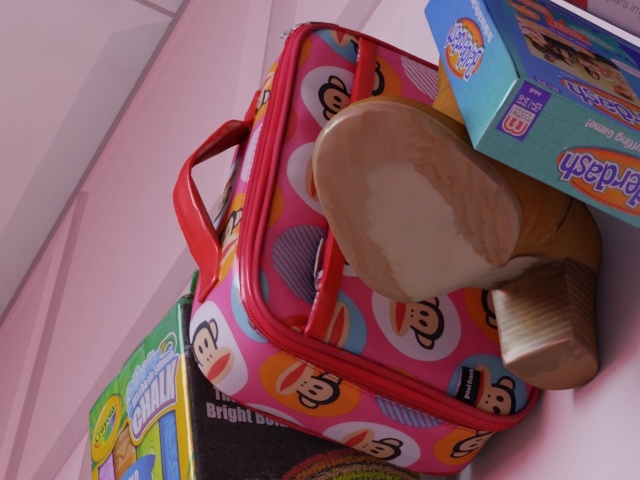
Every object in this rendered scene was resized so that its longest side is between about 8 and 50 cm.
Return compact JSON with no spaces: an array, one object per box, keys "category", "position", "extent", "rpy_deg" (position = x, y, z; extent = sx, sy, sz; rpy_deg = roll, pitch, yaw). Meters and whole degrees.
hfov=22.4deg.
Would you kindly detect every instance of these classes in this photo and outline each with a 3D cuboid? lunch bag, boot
[{"category":"lunch bag","position":[0.025,-0.005,1.104],"extent":[0.120,0.258,0.293],"rpy_deg":[-49,24,46]},{"category":"boot","position":[0.083,-0.057,0.972],"extent":[0.104,0.295,0.211],"rpy_deg":[-22,49,23]}]

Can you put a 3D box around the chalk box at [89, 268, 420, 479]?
[{"category":"chalk box","position":[-0.049,0.159,1.140],"extent":[0.179,0.180,0.289],"rpy_deg":[-49,38,45]}]

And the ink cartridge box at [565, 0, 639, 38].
[{"category":"ink cartridge box","position":[0.207,-0.276,1.005],"extent":[0.273,0.197,0.114],"rpy_deg":[-64,18,11]}]

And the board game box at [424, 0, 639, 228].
[{"category":"board game box","position":[0.148,-0.078,0.907],"extent":[0.047,0.160,0.210],"rpy_deg":[-59,16,21]}]
